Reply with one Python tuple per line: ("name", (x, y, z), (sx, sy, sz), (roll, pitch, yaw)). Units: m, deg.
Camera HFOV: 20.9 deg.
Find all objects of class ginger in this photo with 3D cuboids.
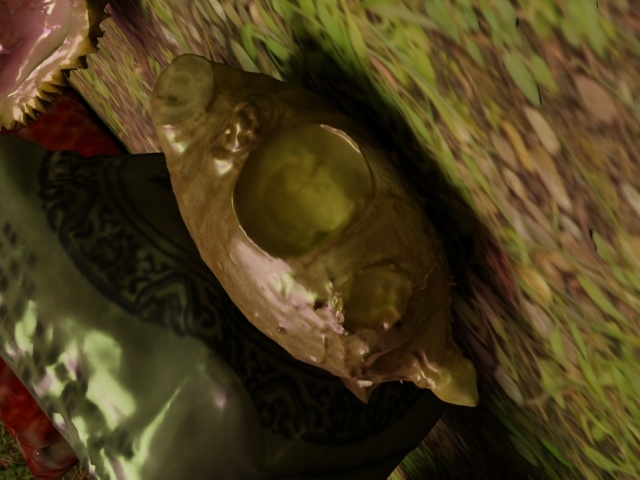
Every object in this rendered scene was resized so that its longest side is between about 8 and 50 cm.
("ginger", (0.000, 0.000, 0.826), (0.216, 0.102, 0.157), (51, 175, 16))

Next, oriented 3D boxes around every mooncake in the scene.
("mooncake", (-0.060, 0.041, 0.965), (0.250, 0.136, 0.254), (7, -146, -53))

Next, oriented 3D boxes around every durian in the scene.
("durian", (-0.208, -0.171, 1.112), (0.182, 0.132, 0.165), (53, 177, -10))

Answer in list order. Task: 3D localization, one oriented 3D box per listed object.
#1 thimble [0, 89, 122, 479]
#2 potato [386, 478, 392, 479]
("thimble", (-0.260, 0.034, 1.644), (0.350, 0.230, 0.350), (53, 169, 14))
("potato", (0.044, 0.277, 1.189), (0.242, 0.242, 0.285), (80, 166, -64))
